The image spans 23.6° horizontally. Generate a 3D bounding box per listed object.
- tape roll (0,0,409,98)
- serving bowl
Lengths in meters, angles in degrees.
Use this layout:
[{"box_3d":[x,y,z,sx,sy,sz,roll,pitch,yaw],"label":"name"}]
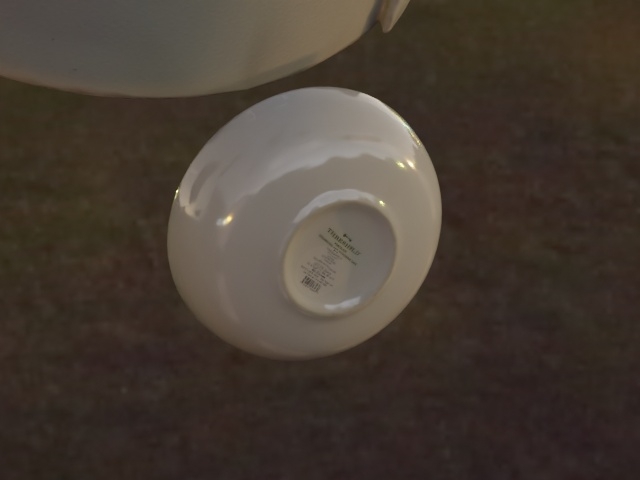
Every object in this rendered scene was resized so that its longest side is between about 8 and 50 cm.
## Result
[{"box_3d":[-0.076,-0.192,0.597,0.286,0.100,0.286,8,52,-10],"label":"tape roll"},{"box_3d":[0.000,0.000,0.434,0.083,0.083,0.027,-8,27,-21],"label":"serving bowl"}]
